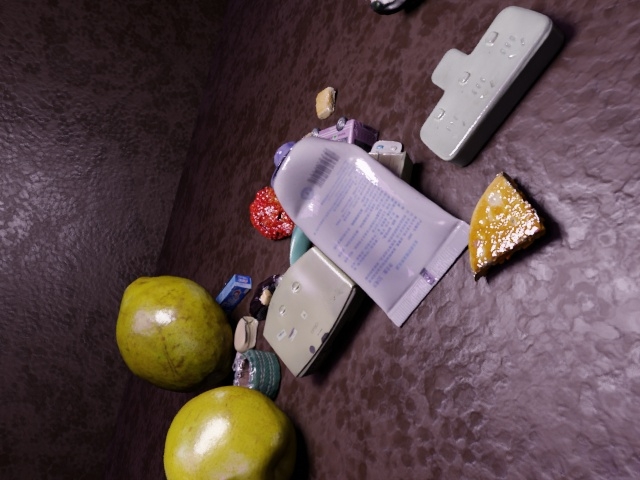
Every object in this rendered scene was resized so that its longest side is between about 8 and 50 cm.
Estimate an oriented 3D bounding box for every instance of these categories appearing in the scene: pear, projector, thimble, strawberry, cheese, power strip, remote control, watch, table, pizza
[{"bbox_3d":[-0.462,0.297,1.319,0.413,0.352,0.352,40,116,13],"label":"pear"},{"bbox_3d":[-0.023,0.152,0.945,0.193,0.088,0.270,43,114,32],"label":"projector"},{"bbox_3d":[-0.172,0.364,1.120,0.118,0.090,0.135,-45,39,34],"label":"thimble"},{"bbox_3d":[-0.157,-0.070,1.295,0.174,0.097,0.228,-58,34,25],"label":"strawberry"},{"bbox_3d":[-0.236,0.321,1.281,0.092,0.047,0.171,-15,63,57],"label":"cheese"},{"bbox_3d":[0.278,-0.286,0.756,0.265,0.059,0.194,-57,35,25],"label":"power strip"},{"bbox_3d":[-0.204,0.466,0.930,0.294,0.294,0.295,-31,50,47],"label":"pear"},{"bbox_3d":[0.125,-0.114,0.929,0.073,0.044,0.229,13,80,35],"label":"remote control"},{"bbox_3d":[0.000,0.000,1.054,0.237,0.068,0.195,-52,39,24],"label":"watch"},{"bbox_3d":[0.140,-0.138,0.865,0.083,0.062,0.079,7,79,28],"label":"table"},{"bbox_3d":[0.286,-0.024,0.635,0.131,0.041,0.178,-11,66,58],"label":"pizza"}]

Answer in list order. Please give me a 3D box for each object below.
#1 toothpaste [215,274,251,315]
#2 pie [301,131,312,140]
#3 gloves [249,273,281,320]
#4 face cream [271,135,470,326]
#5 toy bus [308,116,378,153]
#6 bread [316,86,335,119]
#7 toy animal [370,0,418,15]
[{"bbox_3d":[-0.334,0.216,1.466,0.272,0.066,0.053,-47,39,36],"label":"toothpaste"},{"bbox_3d":[-0.049,-0.244,1.253,0.218,0.052,0.185,4,81,60],"label":"pie"},{"bbox_3d":[-0.109,0.135,1.095,0.181,0.129,0.106,-47,37,35],"label":"gloves"},{"bbox_3d":[0.062,-0.056,0.814,0.420,0.137,0.235,43,115,22],"label":"face cream"},{"bbox_3d":[0.049,-0.236,1.059,0.198,0.096,0.108,-2,78,54],"label":"toy bus"},{"bbox_3d":[0.017,-0.414,1.251,0.070,0.035,0.083,-14,71,55],"label":"bread"},{"bbox_3d":[0.197,-0.657,0.923,0.266,0.212,0.213,-25,55,59],"label":"toy animal"}]
